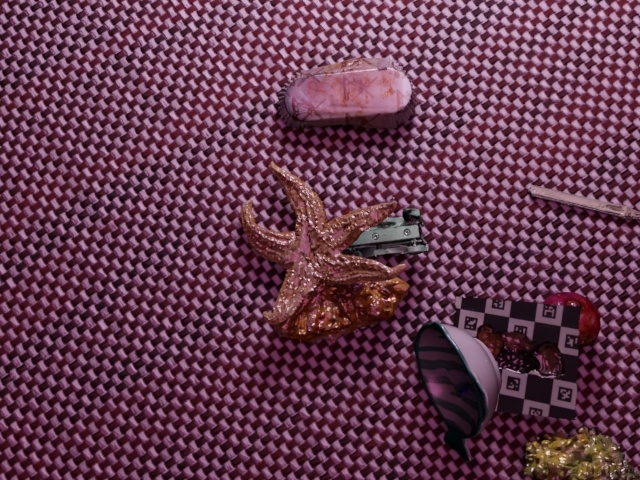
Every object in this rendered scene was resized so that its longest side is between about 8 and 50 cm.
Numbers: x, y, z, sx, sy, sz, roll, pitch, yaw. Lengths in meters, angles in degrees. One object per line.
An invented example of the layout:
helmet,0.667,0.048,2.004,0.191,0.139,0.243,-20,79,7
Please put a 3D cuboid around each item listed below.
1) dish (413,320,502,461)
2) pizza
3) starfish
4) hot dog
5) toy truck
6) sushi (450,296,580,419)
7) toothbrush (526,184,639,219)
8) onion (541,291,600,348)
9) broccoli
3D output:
dish,0.239,0.233,1.453,0.078,0.224,0.245,-18,111,-20
pizza,0.036,0.110,1.531,0.247,0.058,0.127,-7,80,1
starfish,0.002,0.001,1.522,0.303,0.060,0.299,-2,72,17
hot dog,0.047,-0.260,1.597,0.253,0.069,0.131,-5,89,2
toy truck,0.111,-0.004,1.551,0.154,0.078,0.080,-9,79,16
sushi,0.333,0.196,1.499,0.215,0.050,0.192,3,91,27
toothbrush,0.514,-0.058,1.577,0.295,0.028,0.026,13,79,8
onion,0.423,0.135,1.507,0.107,0.097,0.107,0,58,0
broccoli,0.404,0.429,1.408,0.273,0.180,0.242,-14,81,-2
